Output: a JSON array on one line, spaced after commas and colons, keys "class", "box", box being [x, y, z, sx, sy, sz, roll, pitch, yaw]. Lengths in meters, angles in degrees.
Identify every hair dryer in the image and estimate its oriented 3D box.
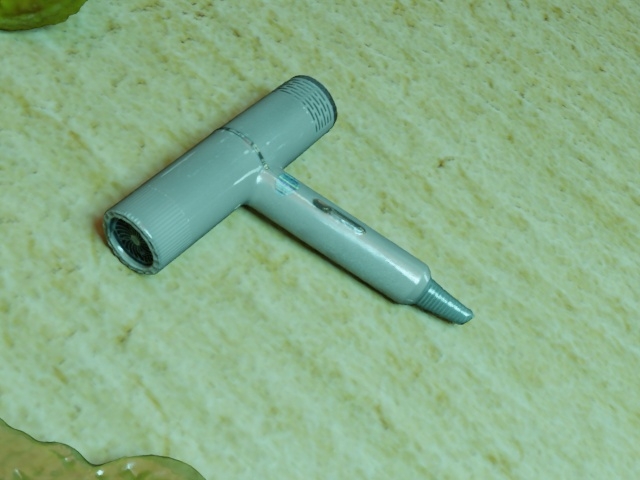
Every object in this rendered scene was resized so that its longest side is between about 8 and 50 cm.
[{"class": "hair dryer", "box": [-0.005, 0.009, 0.580, 0.220, 0.053, 0.195, 45, 54, 4]}]

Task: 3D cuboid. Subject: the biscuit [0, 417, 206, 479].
[{"class": "biscuit", "box": [-0.116, 0.173, 0.427, 0.236, 0.040, 0.144, 19, 60, -10]}]

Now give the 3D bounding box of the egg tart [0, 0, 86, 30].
[{"class": "egg tart", "box": [-0.232, -0.269, 0.589, 0.203, 0.202, 0.147, 9, 46, -15]}]
